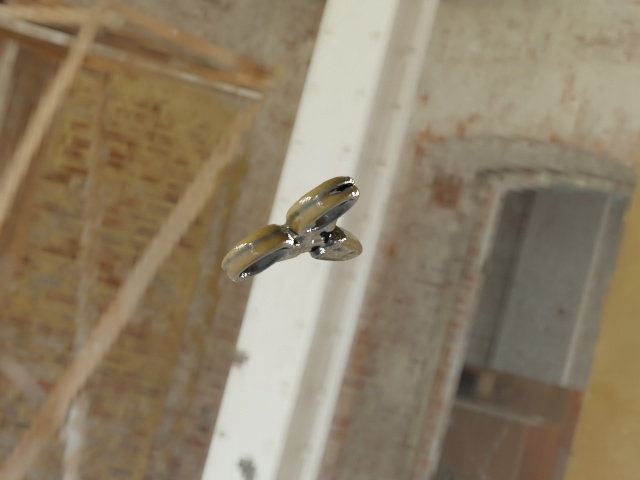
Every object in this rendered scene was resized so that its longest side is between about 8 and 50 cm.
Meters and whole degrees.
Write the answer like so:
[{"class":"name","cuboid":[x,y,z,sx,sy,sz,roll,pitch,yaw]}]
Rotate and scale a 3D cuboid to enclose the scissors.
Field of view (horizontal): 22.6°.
[{"class":"scissors","cuboid":[0.000,0.000,0.965,0.017,0.088,0.220,54,6,10]}]
